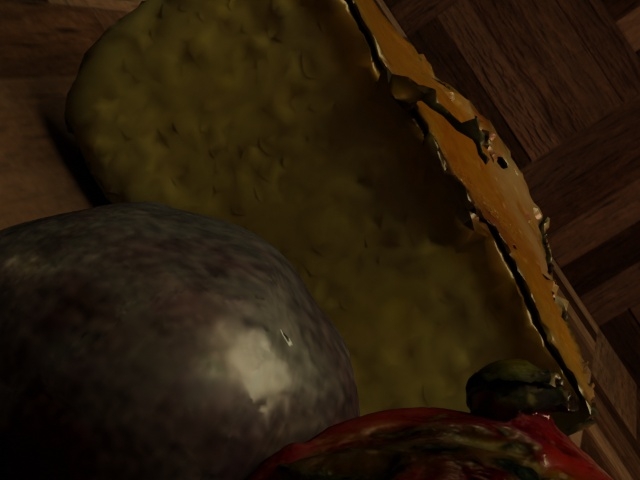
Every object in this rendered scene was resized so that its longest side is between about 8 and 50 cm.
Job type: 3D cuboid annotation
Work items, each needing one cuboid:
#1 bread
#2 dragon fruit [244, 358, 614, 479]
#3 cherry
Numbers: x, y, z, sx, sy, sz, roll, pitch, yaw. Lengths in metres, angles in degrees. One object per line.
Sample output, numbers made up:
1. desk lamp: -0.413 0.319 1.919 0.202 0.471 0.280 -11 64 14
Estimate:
1. bread: 0.000 0.000 0.697 0.315 0.248 0.279 42 21 -29
2. dragon fruit: 0.054 0.180 0.373 0.211 0.282 0.147 26 -9 -27
3. cherry: -0.077 0.069 0.489 0.195 0.195 0.195 48 19 -23
